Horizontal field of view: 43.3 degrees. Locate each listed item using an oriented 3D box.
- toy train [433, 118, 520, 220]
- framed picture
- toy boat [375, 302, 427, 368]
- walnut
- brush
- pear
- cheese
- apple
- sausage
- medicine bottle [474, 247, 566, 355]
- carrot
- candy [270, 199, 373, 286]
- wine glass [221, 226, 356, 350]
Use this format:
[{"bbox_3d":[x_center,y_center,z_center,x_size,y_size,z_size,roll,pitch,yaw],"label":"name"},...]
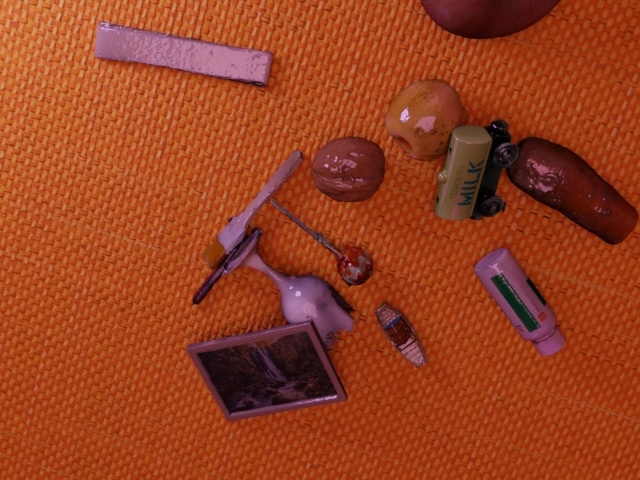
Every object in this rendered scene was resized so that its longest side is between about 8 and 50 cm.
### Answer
[{"bbox_3d":[0.324,-0.143,1.734,0.157,0.105,0.253,-6,133,-14],"label":"toy train"},{"bbox_3d":[-0.123,0.308,1.876,0.324,0.020,0.240,-12,118,20],"label":"framed picture"},{"bbox_3d":[0.188,0.221,1.882,0.065,0.066,0.172,-35,98,7],"label":"toy boat"},{"bbox_3d":[0.062,-0.157,1.778,0.167,0.149,0.166,-7,133,-7],"label":"walnut"},{"bbox_3d":[-0.151,-0.073,1.845,0.020,0.085,0.336,36,100,-35],"label":"brush"},{"bbox_3d":[0.232,-0.264,1.740,0.178,0.178,0.178,1,102,4],"label":"pear"},{"bbox_3d":[-0.307,-0.416,1.803,0.400,0.034,0.085,10,98,1],"label":"cheese"},{"bbox_3d":[0.353,-0.566,1.605,0.345,0.269,0.344,1,102,3],"label":"apple"},{"bbox_3d":[-0.245,0.079,1.902,0.025,0.028,0.198,40,100,6],"label":"sausage"},{"bbox_3d":[0.458,0.143,1.833,0.095,0.095,0.260,-35,96,10],"label":"medicine bottle"},{"bbox_3d":[0.548,-0.115,1.760,0.302,0.138,0.138,30,102,-9],"label":"carrot"},{"bbox_3d":[-0.001,0.001,1.834,0.288,0.078,0.084,37,73,-9],"label":"candy"},{"bbox_3d":[-0.066,0.116,1.836,0.321,0.143,0.143,38,102,-12],"label":"wine glass"}]
